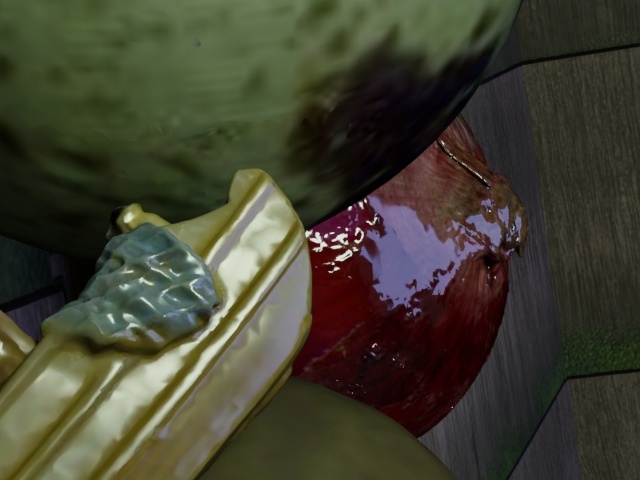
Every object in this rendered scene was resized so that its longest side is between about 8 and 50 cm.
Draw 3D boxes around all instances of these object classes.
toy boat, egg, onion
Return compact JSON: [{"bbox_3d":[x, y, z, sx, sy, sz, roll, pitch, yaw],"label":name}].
[{"bbox_3d":[-0.123,0.091,0.502,0.310,0.115,0.089,-50,174,-14],"label":"toy boat"},{"bbox_3d":[-0.081,-0.200,0.622,0.345,0.345,0.428,-57,136,-64],"label":"egg"},{"bbox_3d":[0.000,0.000,0.951,0.276,0.276,0.276,-7,90,-72],"label":"onion"}]

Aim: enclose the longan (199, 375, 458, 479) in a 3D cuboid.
[{"bbox_3d":[-0.043,0.218,0.646,0.319,0.319,0.318,-7,90,-72],"label":"longan"}]
